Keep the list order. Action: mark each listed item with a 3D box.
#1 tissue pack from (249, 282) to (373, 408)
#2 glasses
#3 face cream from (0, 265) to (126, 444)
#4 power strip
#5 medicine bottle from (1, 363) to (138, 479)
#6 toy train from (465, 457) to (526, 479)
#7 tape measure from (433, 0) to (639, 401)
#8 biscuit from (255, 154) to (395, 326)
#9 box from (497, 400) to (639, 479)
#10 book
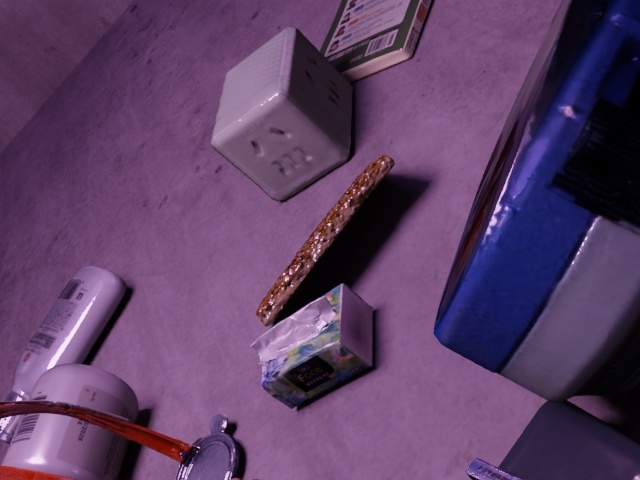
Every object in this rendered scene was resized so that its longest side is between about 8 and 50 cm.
[{"bbox_3d":[-0.011,0.104,0.948,0.111,0.079,0.085,-32,34,28],"label":"tissue pack"},{"bbox_3d":[-0.190,0.206,0.894,0.118,0.268,0.234,-60,22,0],"label":"glasses"},{"bbox_3d":[-0.404,0.173,1.406,0.144,0.071,0.291,-2,54,54],"label":"face cream"},{"bbox_3d":[-0.047,-0.190,1.264,0.139,0.140,0.224,-32,34,30],"label":"power strip"},{"bbox_3d":[-0.309,0.270,1.109,0.135,0.135,0.215,-24,39,37],"label":"medicine bottle"},{"bbox_3d":[0.135,0.172,0.640,0.017,0.017,0.083,-51,28,-16],"label":"toy train"},{"bbox_3d":[0.187,-0.022,0.664,0.259,0.138,0.262,101,-169,-57],"label":"tape measure"},{"bbox_3d":[0.000,0.000,1.049,0.231,0.025,0.131,-52,2,-7],"label":"biscuit"},{"bbox_3d":[0.151,0.231,0.622,0.230,0.050,0.160,-54,30,-4],"label":"box"},{"bbox_3d":[0.088,-0.340,1.360,0.202,0.027,0.264,-15,46,46],"label":"book"}]
